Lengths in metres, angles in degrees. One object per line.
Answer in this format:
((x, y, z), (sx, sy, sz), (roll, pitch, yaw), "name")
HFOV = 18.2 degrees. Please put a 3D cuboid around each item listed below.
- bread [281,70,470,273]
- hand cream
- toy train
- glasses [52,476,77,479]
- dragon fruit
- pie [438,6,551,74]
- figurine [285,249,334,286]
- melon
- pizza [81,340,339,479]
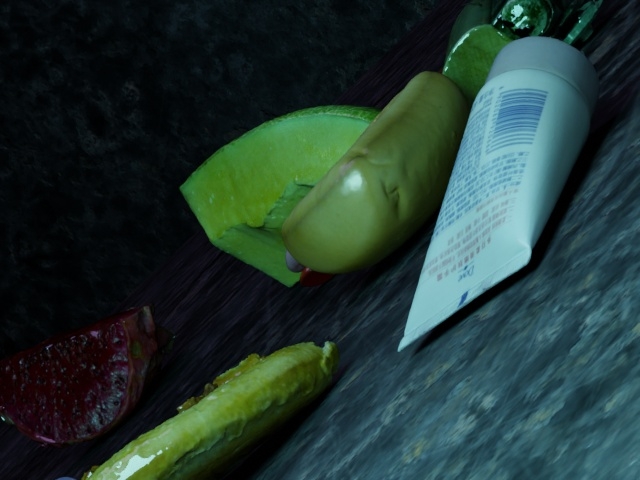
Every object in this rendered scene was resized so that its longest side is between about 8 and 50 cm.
((0.059, -0.052, 1.749), (0.147, 0.098, 0.217), (-40, 5, 47), "bread")
((0.129, -0.037, 1.360), (0.133, 0.083, 0.248), (-40, 19, 46), "hand cream")
((0.172, -0.211, 1.930), (0.189, 0.126, 0.307), (-44, 6, 13), "toy train")
((-0.234, 0.266, 1.950), (0.140, 0.062, 0.104), (-42, -15, 30), "glasses")
((-0.258, 0.157, 2.458), (0.262, 0.134, 0.211), (-20, 9, 39), "dragon fruit")
((0.186, -0.203, 2.159), (0.182, 0.049, 0.182), (-41, 3, 2), "pie")
((0.000, 0.000, 1.955), (0.083, 0.071, 0.067), (-37, -35, 5), "figurine")
((0.021, -0.066, 2.045), (0.323, 0.196, 0.124), (-30, 50, 42), "melon")
((-0.110, 0.163, 1.474), (0.292, 0.058, 0.197), (-35, -10, -14), "pizza")
